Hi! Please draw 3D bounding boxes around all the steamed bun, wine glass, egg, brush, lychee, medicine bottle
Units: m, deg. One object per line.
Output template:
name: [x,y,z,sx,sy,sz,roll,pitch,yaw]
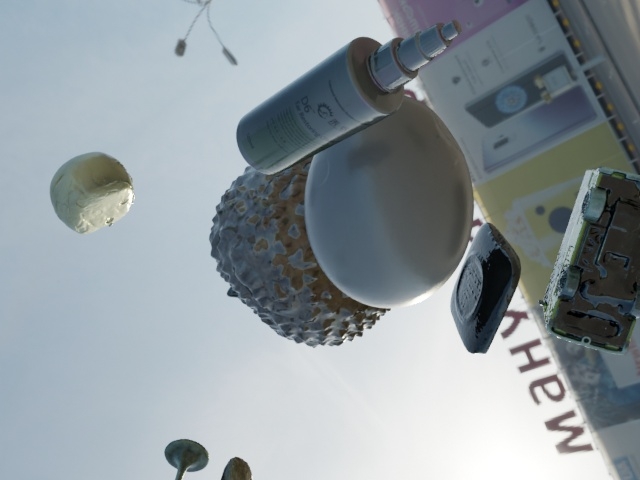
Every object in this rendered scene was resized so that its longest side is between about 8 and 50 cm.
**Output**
steamed bun: [-0.343,-0.076,0.853,0.112,0.130,0.091,-30,-106,-32]
wine glass: [-0.363,0.564,1.107,0.096,0.264,0.310,54,-160,-22]
egg: [0.070,-0.039,0.598,0.176,0.176,0.232,-71,-18,-54]
brush: [-0.113,0.438,0.767,0.042,0.038,0.300,-4,-84,-79]
lychee: [0.000,0.000,1.049,0.380,0.432,0.380,45,-156,-26]
medicine bottle: [0.016,-0.103,0.409,0.057,0.199,0.058,15,-113,-39]

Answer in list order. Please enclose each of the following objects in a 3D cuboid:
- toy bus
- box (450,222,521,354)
toy bus: [0.294,0.017,0.594,0.101,0.088,0.175,-31,-44,-74]
box: [0.279,0.079,1.002,0.042,0.201,0.212,10,-154,-5]
